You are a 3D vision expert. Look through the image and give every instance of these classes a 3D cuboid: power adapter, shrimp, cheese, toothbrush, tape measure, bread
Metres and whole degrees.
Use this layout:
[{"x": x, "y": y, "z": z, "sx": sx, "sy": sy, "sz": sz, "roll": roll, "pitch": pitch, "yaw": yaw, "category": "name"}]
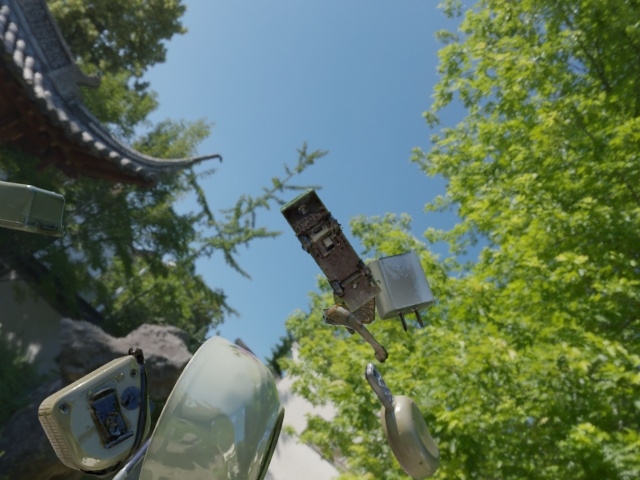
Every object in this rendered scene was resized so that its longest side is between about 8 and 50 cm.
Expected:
[{"x": 0.274, "y": 0.180, "z": 1.783, "sx": 0.124, "sy": 0.187, "sz": 0.255, "roll": 106, "pitch": -30, "yaw": -64, "category": "power adapter"}, {"x": 0.066, "y": 0.179, "z": 1.017, "sx": 0.148, "sy": 0.035, "sz": 0.195, "roll": 41, "pitch": -13, "yaw": -5, "category": "shrimp"}, {"x": 0.110, "y": 0.245, "z": 0.737, "sx": 0.171, "sy": 0.047, "sz": 0.092, "roll": 64, "pitch": 14, "yaw": 8, "category": "cheese"}, {"x": -0.346, "y": 0.413, "z": 1.144, "sx": 0.026, "sy": 0.288, "sz": 0.024, "roll": 23, "pitch": -56, "yaw": 12, "category": "toothbrush"}, {"x": -0.508, "y": 0.425, "z": 1.297, "sx": 0.133, "sy": 0.271, "sz": 0.231, "roll": -21, "pitch": -82, "yaw": 39, "category": "tape measure"}, {"x": 0.103, "y": 0.194, "z": 1.630, "sx": 0.069, "sy": 0.128, "sz": 0.140, "roll": 8, "pitch": -74, "yaw": 59, "category": "bread"}]

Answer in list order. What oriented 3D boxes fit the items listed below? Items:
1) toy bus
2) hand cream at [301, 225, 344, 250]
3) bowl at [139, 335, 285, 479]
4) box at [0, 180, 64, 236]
[{"x": 0.022, "y": 0.017, "z": 1.265, "sx": 0.302, "sy": 0.113, "sz": 0.139, "roll": 56, "pitch": -1, "yaw": -17, "category": "toy bus"}, {"x": 0.000, "y": 0.000, "z": 1.802, "sx": 0.061, "sy": 0.120, "sz": 0.270, "roll": 54, "pitch": -13, "yaw": -7, "category": "hand cream"}, {"x": -0.142, "y": 0.295, "z": 0.797, "sx": 0.145, "sy": 0.277, "sz": 0.277, "roll": 16, "pitch": -34, "yaw": 6, "category": "bowl"}, {"x": -0.616, "y": -0.068, "z": 1.080, "sx": 0.172, "sy": 0.093, "sz": 0.124, "roll": 10, "pitch": -5, "yaw": 15, "category": "box"}]
